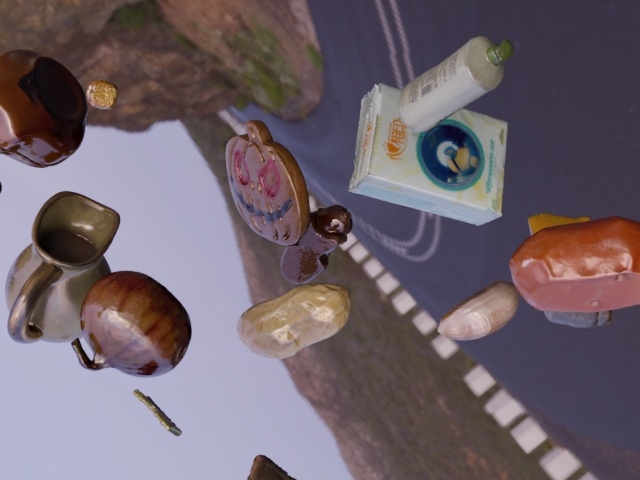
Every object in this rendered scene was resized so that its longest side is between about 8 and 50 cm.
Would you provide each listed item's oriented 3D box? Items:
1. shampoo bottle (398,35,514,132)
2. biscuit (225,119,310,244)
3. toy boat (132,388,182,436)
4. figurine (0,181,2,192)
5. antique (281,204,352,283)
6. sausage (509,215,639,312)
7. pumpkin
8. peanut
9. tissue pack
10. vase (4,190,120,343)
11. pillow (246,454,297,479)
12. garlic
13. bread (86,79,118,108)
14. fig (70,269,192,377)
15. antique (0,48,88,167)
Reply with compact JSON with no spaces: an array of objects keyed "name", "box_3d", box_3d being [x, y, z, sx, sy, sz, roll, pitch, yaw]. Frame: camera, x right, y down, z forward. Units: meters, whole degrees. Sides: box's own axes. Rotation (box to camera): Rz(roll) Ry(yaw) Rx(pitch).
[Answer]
[{"name":"shampoo bottle","box_3d":[0.241,-0.278,1.550,0.087,0.118,0.234,40,143,-16]},{"name":"biscuit","box_3d":[-0.147,-0.150,2.294,0.367,0.063,0.314,25,130,54]},{"name":"toy boat","box_3d":[-0.322,0.340,1.779,0.115,0.016,0.063,40,170,27]},{"name":"figurine","box_3d":[-0.754,-0.169,1.900,0.145,0.145,0.222,43,-151,-76]},{"name":"antique","box_3d":[0.000,0.000,2.395,0.121,0.257,0.143,38,-136,7]},{"name":"sausage","box_3d":[0.463,0.047,1.568,0.141,0.268,0.153,-75,-31,-42]},{"name":"pumpkin","box_3d":[0.490,0.071,1.774,0.126,0.131,0.248,63,-158,-50]},{"name":"peanut","box_3d":[-0.060,0.189,2.095,0.152,0.313,0.152,42,-144,-41]},{"name":"tissue pack","box_3d":[0.289,-0.223,2.371,0.388,0.287,0.162,14,160,-16]},{"name":"vase","box_3d":[-0.585,0.094,1.986,0.241,0.302,0.329,26,-143,1]},{"name":"pillow","box_3d":[-0.100,0.667,2.425,0.211,0.034,0.135,35,-156,-6]},{"name":"garlic","box_3d":[0.338,0.138,1.834,0.087,0.196,0.101,61,159,-9]},{"name":"bread","box_3d":[-0.568,-0.381,2.357,0.046,0.083,0.081,-152,43,-73]},{"name":"fig","box_3d":[-0.380,0.176,1.825,0.235,0.214,0.235,12,164,4]},{"name":"antique","box_3d":[-0.524,-0.244,1.653,0.223,0.129,0.278,62,-162,-3]}]
